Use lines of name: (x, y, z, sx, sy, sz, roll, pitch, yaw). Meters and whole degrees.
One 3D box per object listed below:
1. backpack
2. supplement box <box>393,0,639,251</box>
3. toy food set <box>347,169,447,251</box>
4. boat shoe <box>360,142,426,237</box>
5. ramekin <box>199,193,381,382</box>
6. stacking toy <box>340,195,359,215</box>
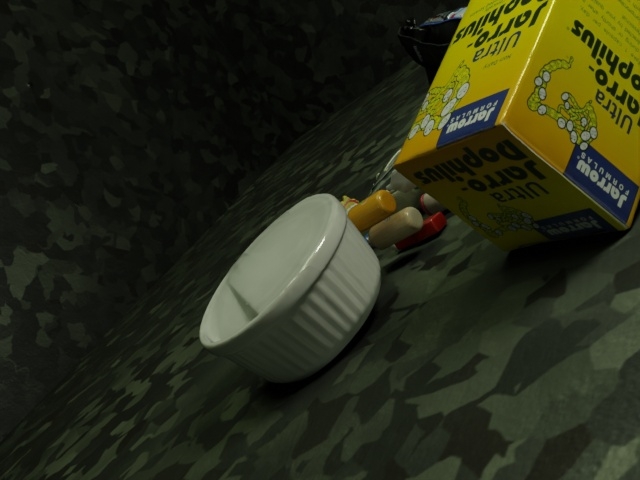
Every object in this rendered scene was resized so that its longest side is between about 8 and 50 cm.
backpack: (0.284, -0.266, 1.334, 0.213, 0.277, 0.263, -26, 14, -6)
supplement box: (0.269, -0.194, 0.949, 0.194, 0.195, 0.357, -17, 43, 60)
toy food set: (0.127, -0.051, 1.277, 0.104, 0.111, 0.232, -30, 7, 40)
boat shoe: (0.128, -0.091, 1.402, 0.233, 0.084, 0.079, -49, 37, 11)
ramekin: (-0.035, 0.076, 1.150, 0.273, 0.127, 0.273, -41, 20, 18)
stacking toy: (0.000, 0.000, 1.621, 0.221, 0.052, 0.167, -40, 10, 1)
